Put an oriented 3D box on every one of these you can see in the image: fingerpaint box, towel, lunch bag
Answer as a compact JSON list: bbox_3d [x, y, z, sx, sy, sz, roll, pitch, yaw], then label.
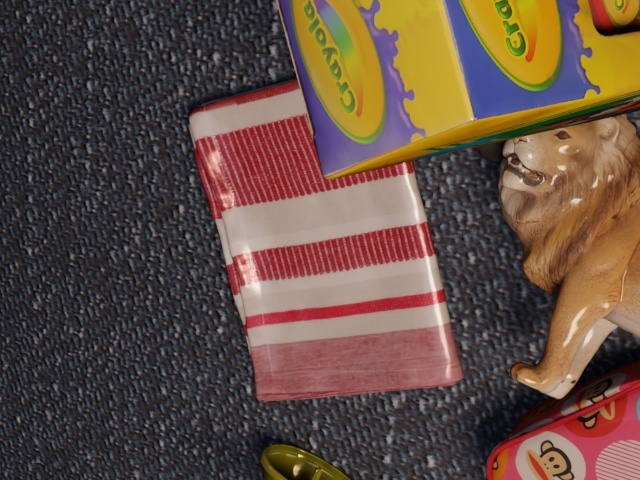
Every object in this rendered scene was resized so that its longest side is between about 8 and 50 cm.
[{"bbox_3d":[0.129,-0.299,0.801,0.163,0.371,0.444,-17,87,55],"label":"fingerpaint box"},{"bbox_3d":[0.000,0.000,1.182,0.237,0.037,0.329,-10,97,30],"label":"towel"},{"bbox_3d":[0.289,0.268,1.042,0.258,0.120,0.293,-32,87,32],"label":"lunch bag"}]

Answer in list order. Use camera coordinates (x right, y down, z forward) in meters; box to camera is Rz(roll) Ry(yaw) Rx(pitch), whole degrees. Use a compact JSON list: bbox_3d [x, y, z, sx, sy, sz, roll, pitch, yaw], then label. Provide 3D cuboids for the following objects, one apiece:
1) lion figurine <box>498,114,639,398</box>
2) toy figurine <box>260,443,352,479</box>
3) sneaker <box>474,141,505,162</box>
[{"bbox_3d":[0.290,0.046,0.901,0.392,0.142,0.240,27,89,30],"label":"lion figurine"},{"bbox_3d":[0.044,0.393,1.178,0.363,0.191,0.217,27,119,22],"label":"toy figurine"},{"bbox_3d":[0.111,-0.209,1.043,0.163,0.106,0.281,2,98,38],"label":"sneaker"}]
